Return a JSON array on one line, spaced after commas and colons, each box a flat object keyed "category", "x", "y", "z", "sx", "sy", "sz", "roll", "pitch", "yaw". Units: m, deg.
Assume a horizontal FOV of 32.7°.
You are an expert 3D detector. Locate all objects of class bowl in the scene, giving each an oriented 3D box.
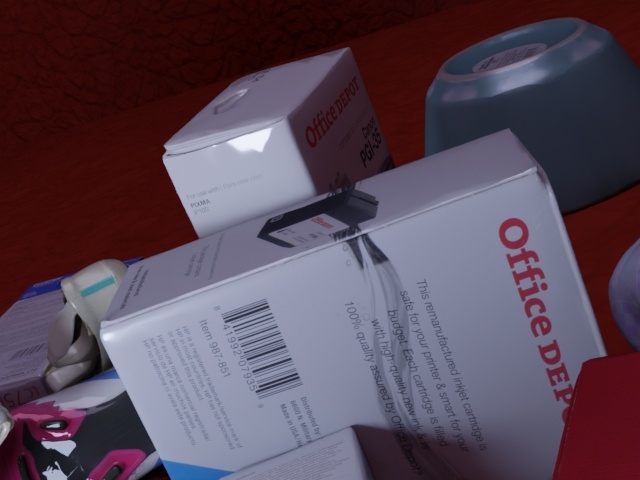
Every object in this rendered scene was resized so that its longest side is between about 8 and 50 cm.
[{"category": "bowl", "x": 0.249, "y": -0.155, "z": 1.286, "sx": 0.312, "sy": 0.163, "sz": 0.311, "roll": -19, "pitch": 19, "yaw": 7}]

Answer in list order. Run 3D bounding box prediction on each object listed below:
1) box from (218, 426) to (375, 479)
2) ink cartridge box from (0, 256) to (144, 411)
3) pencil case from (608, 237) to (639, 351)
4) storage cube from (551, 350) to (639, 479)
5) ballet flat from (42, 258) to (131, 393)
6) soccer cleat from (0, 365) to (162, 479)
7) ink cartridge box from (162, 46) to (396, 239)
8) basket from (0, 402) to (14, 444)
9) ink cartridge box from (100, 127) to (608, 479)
[{"category": "box", "x": -0.003, "y": 0.196, "z": 0.702, "sx": 0.102, "sy": 0.101, "sz": 0.087, "roll": -21, "pitch": 18, "yaw": 3}, {"category": "ink cartridge box", "x": -0.337, "y": 0.125, "z": 1.328, "sx": 0.186, "sy": 0.065, "sz": 0.311, "roll": -15, "pitch": 22, "yaw": 20}, {"category": "pencil case", "x": 0.292, "y": 0.006, "z": 0.693, "sx": 0.113, "sy": 0.124, "sz": 0.273, "roll": -43, "pitch": -8, "yaw": -24}, {"category": "storage cube", "x": 0.206, "y": 0.158, "z": 0.446, "sx": 0.215, "sy": 0.183, "sz": 0.193, "roll": -13, "pitch": 20, "yaw": 26}, {"category": "ballet flat", "x": -0.227, "y": 0.108, "z": 1.040, "sx": 0.086, "sy": 0.248, "sz": 0.086, "roll": 9, "pitch": 49, "yaw": -11}, {"category": "soccer cleat", "x": -0.184, "y": 0.173, "z": 0.994, "sx": 0.331, "sy": 0.116, "sz": 0.143, "roll": -26, "pitch": -7, "yaw": 2}, {"category": "ink cartridge box", "x": 0.000, "y": 0.000, "z": 0.949, "sx": 0.117, "sy": 0.283, "sz": 0.207, "roll": -14, "pitch": 21, "yaw": 23}, {"category": "basket", "x": -0.481, "y": 0.161, "z": 0.858, "sx": 0.331, "sy": 0.328, "sz": 0.266, "roll": -55, "pitch": 30, "yaw": -9}, {"category": "ink cartridge box", "x": 0.035, "y": 0.082, "z": 0.780, "sx": 0.307, "sy": 0.223, "sz": 0.129, "roll": -20, "pitch": 18, "yaw": 7}]
